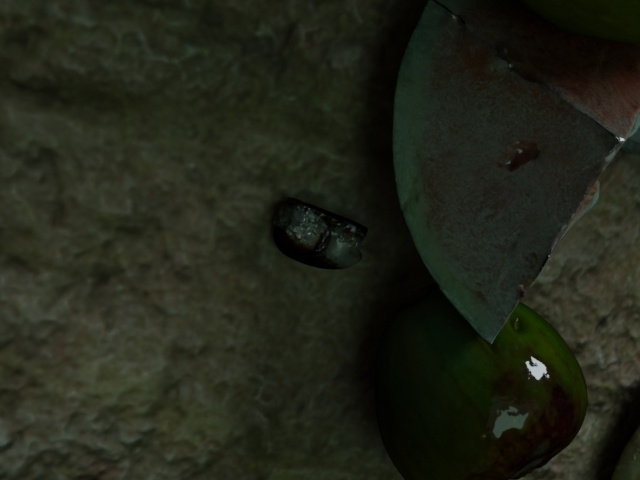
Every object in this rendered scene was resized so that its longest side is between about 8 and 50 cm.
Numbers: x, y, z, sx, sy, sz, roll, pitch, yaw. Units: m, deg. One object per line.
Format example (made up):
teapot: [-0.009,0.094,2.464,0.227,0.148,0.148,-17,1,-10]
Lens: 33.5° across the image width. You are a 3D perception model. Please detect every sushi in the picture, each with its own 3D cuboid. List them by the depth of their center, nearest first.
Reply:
sushi: [0.000,0.000,0.849,0.083,0.044,0.046,20,97,-32]

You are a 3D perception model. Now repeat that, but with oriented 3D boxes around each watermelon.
watermelon: [0.177,-0.090,0.846,0.260,0.176,0.256,-42,122,-50]

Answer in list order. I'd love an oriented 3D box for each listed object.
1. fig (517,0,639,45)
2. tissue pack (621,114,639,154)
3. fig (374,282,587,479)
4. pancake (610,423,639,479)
fig: [0.263,-0.261,0.760,0.326,0.258,0.258,12,102,-23]
tissue pack: [0.341,-0.126,1.005,0.193,0.026,0.122,17,99,-33]
fig: [0.127,0.127,0.902,0.181,0.181,0.191,-29,97,-17]
pancake: [0.481,0.222,1.184,0.387,0.082,0.387,-13,118,-26]
